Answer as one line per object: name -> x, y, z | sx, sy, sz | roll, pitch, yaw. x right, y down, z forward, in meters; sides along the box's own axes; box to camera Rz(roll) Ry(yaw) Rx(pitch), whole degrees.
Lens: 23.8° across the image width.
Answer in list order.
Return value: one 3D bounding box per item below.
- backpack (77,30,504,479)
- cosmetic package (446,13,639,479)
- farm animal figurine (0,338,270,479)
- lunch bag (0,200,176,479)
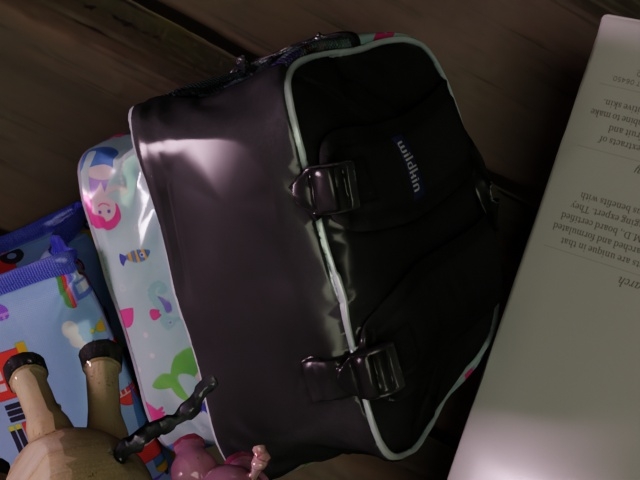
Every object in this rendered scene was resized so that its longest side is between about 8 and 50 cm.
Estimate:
backpack -> 0.000, 0.000, 0.852 | 0.191, 0.253, 0.225 | -10, 101, 31
cosmetic package -> 0.216, 0.071, 0.928 | 0.197, 0.155, 0.366 | 14, 93, -52
farm animal figurine -> -0.145, 0.236, 0.713 | 0.326, 0.172, 0.330 | -22, 132, 1
lunch bag -> -0.232, 0.141, 0.869 | 0.293, 0.138, 0.221 | -21, 104, 0
